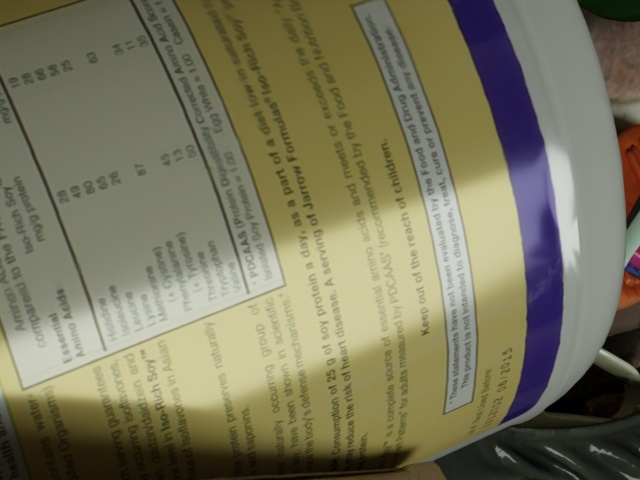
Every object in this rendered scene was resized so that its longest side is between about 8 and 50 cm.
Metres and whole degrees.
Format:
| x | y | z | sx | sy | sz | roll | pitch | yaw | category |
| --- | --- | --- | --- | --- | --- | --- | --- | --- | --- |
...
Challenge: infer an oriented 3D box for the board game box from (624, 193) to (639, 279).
| x | y | z | sx | sy | sz | roll | pitch | yaw | category |
| --- | --- | --- | --- | --- | --- | --- | --- | --- | --- |
| 0.297 | -0.200 | 0.801 | 0.390 | 0.050 | 0.390 | -54 | 172 | -39 | board game box |

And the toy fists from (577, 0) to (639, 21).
| x | y | z | sx | sy | sz | roll | pitch | yaw | category |
| --- | --- | --- | --- | --- | --- | --- | --- | --- | --- |
| 0.196 | -0.240 | 0.777 | 0.279 | 0.142 | 0.096 | -60 | -176 | 13 | toy fists |

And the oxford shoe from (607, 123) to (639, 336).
| x | y | z | sx | sy | sz | roll | pitch | yaw | category |
| --- | --- | --- | --- | --- | --- | --- | --- | --- | --- |
| 0.167 | 0.007 | 1.023 | 0.132 | 0.130 | 0.363 | -29 | 164 | 27 | oxford shoe |

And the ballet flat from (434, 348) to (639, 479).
| x | y | z | sx | sy | sz | roll | pitch | yaw | category |
| --- | --- | --- | --- | --- | --- | --- | --- | --- | --- |
| 0.083 | 0.088 | 0.802 | 0.280 | 0.095 | 0.096 | 7 | 90 | -39 | ballet flat |

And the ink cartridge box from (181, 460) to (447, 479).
| x | y | z | sx | sy | sz | roll | pitch | yaw | category |
| --- | --- | --- | --- | --- | --- | --- | --- | --- | --- |
| -0.076 | 0.151 | 0.437 | 0.193 | 0.088 | 0.234 | -43 | 152 | 27 | ink cartridge box |

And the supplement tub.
| x | y | z | sx | sy | sz | roll | pitch | yaw | category |
| --- | --- | --- | --- | --- | --- | --- | --- | --- | --- |
| -0.094 | 0.002 | 0.530 | 0.331 | 0.241 | 0.241 | -21 | 137 | -20 | supplement tub |
